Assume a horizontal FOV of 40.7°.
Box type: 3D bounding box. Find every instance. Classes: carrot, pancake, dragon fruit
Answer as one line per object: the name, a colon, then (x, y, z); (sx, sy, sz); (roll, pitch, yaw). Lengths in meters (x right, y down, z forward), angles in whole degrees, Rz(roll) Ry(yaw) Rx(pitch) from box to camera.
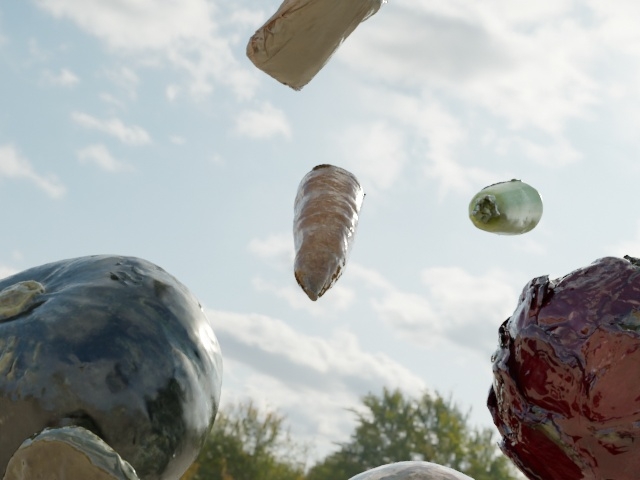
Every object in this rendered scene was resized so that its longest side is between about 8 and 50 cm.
carrot: (0.000, 0.000, 0.811); (0.072, 0.205, 0.072); (3, -60, 5)
pancake: (-0.233, 0.297, 0.815); (0.242, 0.241, 0.050); (3, 9, 31)
dragon fruit: (0.359, 0.183, 1.074); (0.329, 0.329, 0.329); (13, -20, 5)

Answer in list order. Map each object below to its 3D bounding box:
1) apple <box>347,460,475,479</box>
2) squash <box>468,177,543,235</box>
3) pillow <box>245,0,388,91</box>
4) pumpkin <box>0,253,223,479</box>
apple: (0.102, 0.427, 1.060); (0.319, 0.319, 0.277); (28, -10, -33)
squash: (0.257, -0.048, 1.275); (0.075, 0.090, 0.200); (40, 21, 28)
pillow: (-0.006, -0.374, 1.502); (0.173, 0.067, 0.270); (18, -46, -43)
pumpkin: (-0.346, 0.214, 1.159); (0.455, 0.454, 0.343); (-3, -63, 41)
